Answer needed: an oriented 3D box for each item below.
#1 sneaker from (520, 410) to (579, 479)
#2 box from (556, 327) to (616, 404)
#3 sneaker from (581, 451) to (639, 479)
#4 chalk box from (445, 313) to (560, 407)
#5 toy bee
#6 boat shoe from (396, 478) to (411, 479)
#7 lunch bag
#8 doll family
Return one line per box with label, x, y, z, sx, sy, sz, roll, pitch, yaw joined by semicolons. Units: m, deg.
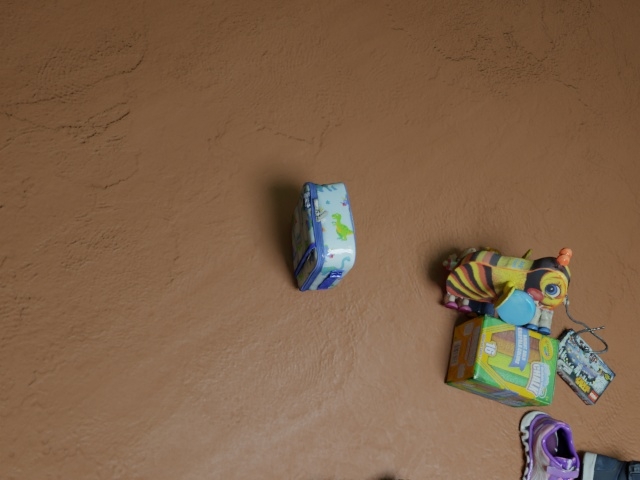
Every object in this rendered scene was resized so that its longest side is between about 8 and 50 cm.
sneaker;0.450;0.451;1.036;0.095;0.104;0.237;6;71;-13
box;0.560;0.272;1.167;0.094;0.027;0.137;-41;84;-21
sneaker;0.562;0.496;0.983;0.226;0.163;0.086;-53;129;-43
chalk box;0.382;0.251;1.075;0.212;0.132;0.133;19;68;-6
toy bee;0.399;0.071;1.015;0.298;0.162;0.195;10;31;4
boat shoe;0.138;0.480;0.959;0.307;0.110;0.105;22;63;-15
lunch bag;0.000;0.000;1.028;0.090;0.219;0.176;-3;72;-13
doll family;0.387;0.101;1.158;0.262;0.118;0.163;15;73;12
